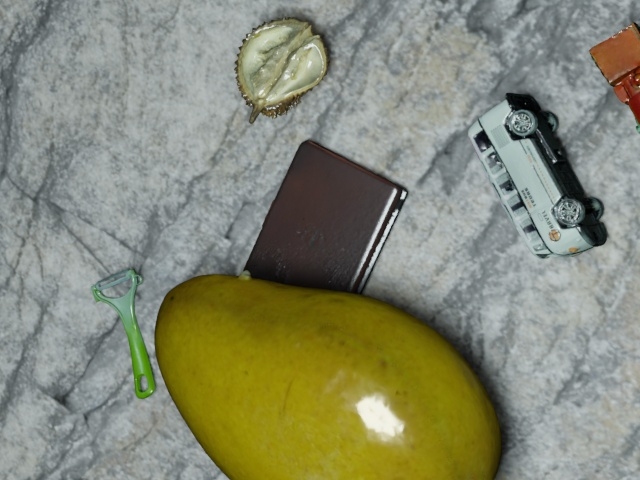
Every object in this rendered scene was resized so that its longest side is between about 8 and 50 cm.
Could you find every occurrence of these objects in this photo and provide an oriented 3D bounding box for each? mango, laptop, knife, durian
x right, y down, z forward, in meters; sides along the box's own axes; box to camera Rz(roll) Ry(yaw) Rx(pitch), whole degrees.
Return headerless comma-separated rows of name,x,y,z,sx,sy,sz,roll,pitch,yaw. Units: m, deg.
mango,-0.007,0.180,1.498,0.445,0.220,0.301,30,125,17
laptop,0.000,0.000,1.610,0.154,0.026,0.207,28,100,22
knife,-0.241,0.122,1.712,0.078,0.023,0.166,-24,79,28
durian,-0.049,-0.196,1.605,0.110,0.071,0.140,25,84,15

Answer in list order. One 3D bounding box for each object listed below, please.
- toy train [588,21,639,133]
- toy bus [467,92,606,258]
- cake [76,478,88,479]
toy train,0.358,-0.139,1.406,0.074,0.118,0.175,-31,76,23
toy bus,0.240,-0.065,1.477,0.089,0.087,0.193,-32,78,27
cake,-0.303,0.382,1.723,0.055,0.051,0.140,6,94,21
